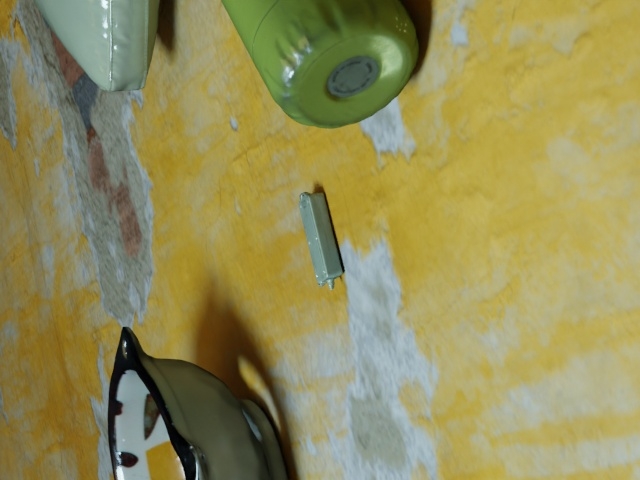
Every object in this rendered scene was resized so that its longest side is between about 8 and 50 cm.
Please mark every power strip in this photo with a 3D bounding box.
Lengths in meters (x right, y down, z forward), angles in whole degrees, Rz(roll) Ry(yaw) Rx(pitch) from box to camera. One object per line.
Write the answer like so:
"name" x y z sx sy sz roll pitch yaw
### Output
"power strip" 0.000 0.000 1.412 0.027 0.017 0.083 145 112 -67

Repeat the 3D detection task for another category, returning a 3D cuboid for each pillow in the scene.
"pillow" -0.225 -0.331 1.667 0.255 0.120 0.322 -127 34 -48

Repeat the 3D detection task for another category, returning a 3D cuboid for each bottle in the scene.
"bottle" -0.025 -0.203 1.250 0.112 0.112 0.260 104 148 -46

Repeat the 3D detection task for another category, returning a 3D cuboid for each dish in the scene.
"dish" -0.108 0.230 1.650 0.303 0.120 0.303 169 90 -68
